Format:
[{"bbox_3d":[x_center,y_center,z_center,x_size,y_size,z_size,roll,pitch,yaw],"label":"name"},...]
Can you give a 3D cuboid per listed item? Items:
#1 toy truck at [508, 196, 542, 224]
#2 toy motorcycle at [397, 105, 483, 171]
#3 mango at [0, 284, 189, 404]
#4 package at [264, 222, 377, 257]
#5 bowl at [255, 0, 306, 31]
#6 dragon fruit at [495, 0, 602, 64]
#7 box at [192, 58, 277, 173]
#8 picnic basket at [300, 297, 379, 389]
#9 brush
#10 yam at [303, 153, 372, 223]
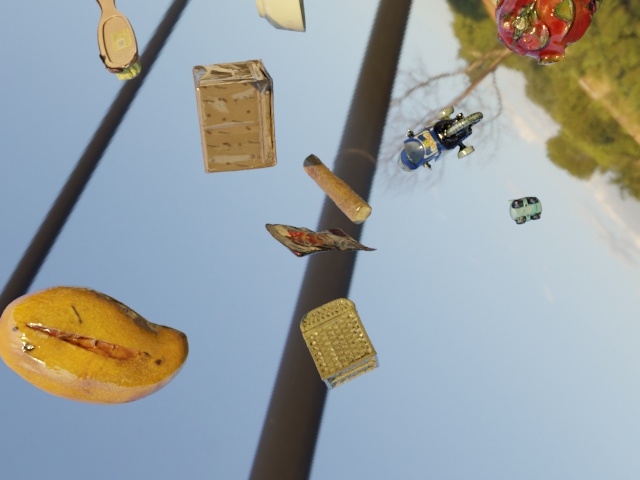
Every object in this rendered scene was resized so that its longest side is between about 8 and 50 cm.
[{"bbox_3d":[0.458,-0.074,1.886,0.090,0.073,0.056,-101,-2,-78],"label":"toy truck"},{"bbox_3d":[0.244,-0.210,1.808,0.113,0.169,0.315,62,171,2],"label":"toy motorcycle"},{"bbox_3d":[-0.358,0.165,1.308,0.295,0.120,0.177,14,-111,-4],"label":"mango"},{"bbox_3d":[0.000,0.000,1.936,0.239,0.030,0.154,3,-158,-41],"label":"package"},{"bbox_3d":[-0.112,-0.676,2.257,0.238,0.126,0.237,-8,-90,-87],"label":"bowl"},{"bbox_3d":[0.463,-0.468,1.621,0.198,0.269,0.200,56,-165,-3],"label":"dragon fruit"},{"bbox_3d":[-0.221,-0.324,2.122,0.191,0.225,0.297,-6,-158,-6],"label":"box"},{"bbox_3d":[0.039,0.221,1.814,0.154,0.134,0.196,63,178,16],"label":"picnic basket"},{"bbox_3d":[-0.391,-0.407,1.578,0.067,0.072,0.312,71,177,-54],"label":"brush"},{"bbox_3d":[0.039,-0.147,2.295,0.066,0.066,0.299,23,-161,-46],"label":"yam"}]
